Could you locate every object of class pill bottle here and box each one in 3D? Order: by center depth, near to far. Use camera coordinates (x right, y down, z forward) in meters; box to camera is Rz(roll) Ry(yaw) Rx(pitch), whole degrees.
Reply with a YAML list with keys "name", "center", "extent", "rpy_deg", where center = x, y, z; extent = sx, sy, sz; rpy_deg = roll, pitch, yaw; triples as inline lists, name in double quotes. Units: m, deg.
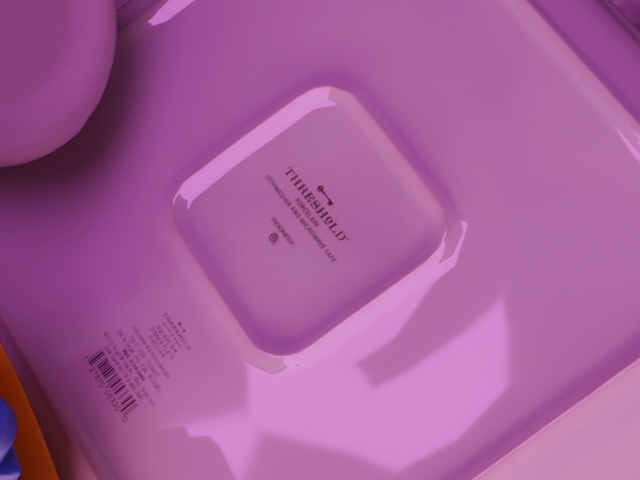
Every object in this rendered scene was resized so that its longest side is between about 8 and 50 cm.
- name: "pill bottle"
  center: [-0.210, -0.089, 0.569]
  extent: [0.229, 0.131, 0.131]
  rpy_deg: [-2, 69, 39]

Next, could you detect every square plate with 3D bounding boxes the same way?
- name: "square plate"
  center: [0.000, 0.000, 0.558]
  extent: [0.344, 0.049, 0.347]
  rpy_deg: [-36, 66, 0]

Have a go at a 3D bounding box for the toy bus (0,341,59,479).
- name: "toy bus"
  center: [-0.175, 0.068, 0.472]
  extent: [0.149, 0.211, 0.220]
  rpy_deg: [-10, 59, -35]
